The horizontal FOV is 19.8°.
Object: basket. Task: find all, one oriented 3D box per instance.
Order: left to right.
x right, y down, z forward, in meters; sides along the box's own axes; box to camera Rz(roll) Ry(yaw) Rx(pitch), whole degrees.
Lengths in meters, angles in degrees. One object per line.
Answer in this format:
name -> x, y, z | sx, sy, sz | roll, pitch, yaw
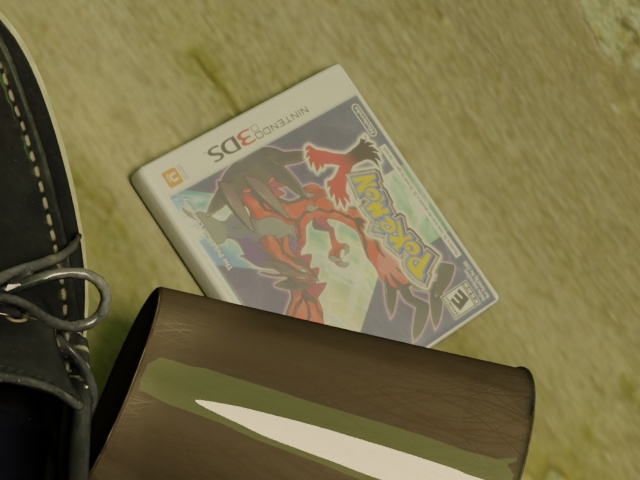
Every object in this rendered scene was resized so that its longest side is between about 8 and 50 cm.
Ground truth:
basket -> -0.017, 0.129, 1.086 | 0.227, 0.154, 0.204 | 22, 89, -10

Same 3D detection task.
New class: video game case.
video game case -> 0.000, 0.000, 1.223 | 0.183, 0.023, 0.201 | -31, 85, -33

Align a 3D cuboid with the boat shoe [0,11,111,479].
boat shoe -> -0.201, 0.069, 0.980 | 0.187, 0.156, 0.500 | 7, 65, -22
